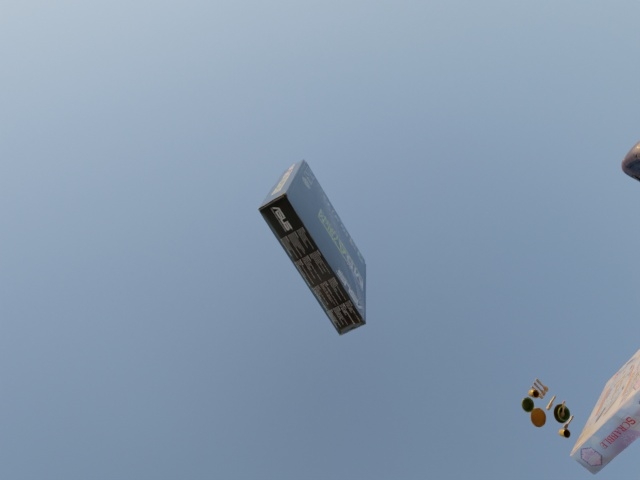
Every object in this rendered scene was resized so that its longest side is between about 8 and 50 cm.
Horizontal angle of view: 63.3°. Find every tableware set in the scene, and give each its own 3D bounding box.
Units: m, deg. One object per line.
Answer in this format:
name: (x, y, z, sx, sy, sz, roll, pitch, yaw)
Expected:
tableware set: (0.580, 0.437, 1.320, 0.154, 0.024, 0.104, 46, -111, -4)

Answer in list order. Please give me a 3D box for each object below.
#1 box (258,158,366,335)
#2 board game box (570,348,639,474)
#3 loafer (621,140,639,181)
box: (0.000, 0.000, 0.688, 0.045, 0.184, 0.191, -28, -75, 13)
board game box: (0.717, 0.325, 1.159, 0.065, 0.318, 0.318, 37, -138, 24)
loafer: (0.640, -0.084, 0.837, 0.302, 0.095, 0.109, 29, -113, 3)
